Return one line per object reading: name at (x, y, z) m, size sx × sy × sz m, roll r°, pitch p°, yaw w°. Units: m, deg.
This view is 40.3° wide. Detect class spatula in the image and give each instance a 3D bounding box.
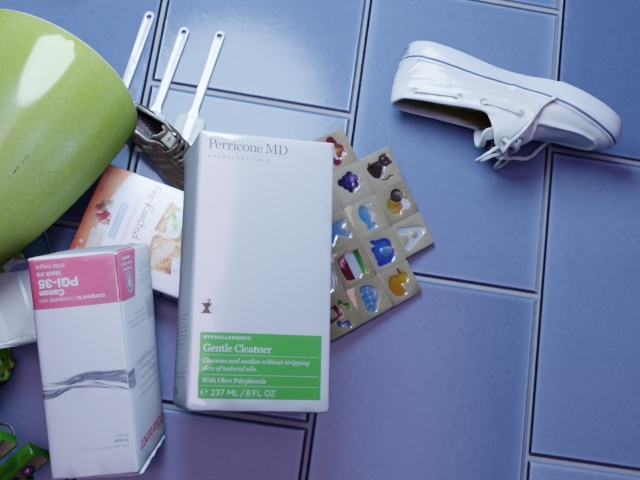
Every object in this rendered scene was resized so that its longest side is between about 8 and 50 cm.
spatula at (-0.253, -0.249, 1.396) m, size 0.168 × 0.019 × 0.242 m, roll 16°, pitch 76°, yaw -1°

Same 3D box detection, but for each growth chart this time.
growth chart at (-0.449, 0.080, 1.218) m, size 0.237 × 0.021 × 0.172 m, roll 0°, pitch 69°, yaw -43°

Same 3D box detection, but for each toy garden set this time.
toy garden set at (-0.501, 0.320, 1.131) m, size 0.204 × 0.244 × 0.049 m, roll -41°, pitch 51°, yaw 0°

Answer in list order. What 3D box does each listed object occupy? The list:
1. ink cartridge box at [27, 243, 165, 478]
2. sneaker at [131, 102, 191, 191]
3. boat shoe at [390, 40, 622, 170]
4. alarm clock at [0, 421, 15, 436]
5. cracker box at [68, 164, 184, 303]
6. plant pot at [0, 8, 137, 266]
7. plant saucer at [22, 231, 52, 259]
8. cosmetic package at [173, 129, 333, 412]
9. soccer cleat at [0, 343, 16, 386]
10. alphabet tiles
ink cartridge box at (-0.291, 0.152, 1.166) m, size 0.117 × 0.207 × 0.283 m, roll -5°, pitch 93°, yaw 0°
sneaker at (-0.231, -0.137, 1.333) m, size 0.188 × 0.071 × 0.066 m, roll 38°, pitch 77°, yaw -2°
boat shoe at (0.282, -0.183, 1.375) m, size 0.367 × 0.136 × 0.157 m, roll 21°, pitch 76°, yaw 2°
alarm clock at (-0.521, 0.281, 1.217) m, size 0.192 × 0.064 × 0.129 m, roll -4°, pitch 72°, yaw 0°
cracker box at (-0.240, 0.000, 1.314) m, size 0.232 × 0.067 × 0.156 m, roll 20°, pitch 76°, yaw -2°
plant pot at (-0.434, -0.108, 1.175) m, size 0.274 × 0.275 × 0.294 m, roll 22°, pitch 59°, yaw 0°
plant saucer at (-0.428, 0.049, 1.310) m, size 0.067 × 0.018 × 0.192 m, roll -18°, pitch 79°, yaw -9°
cosmetic package at (-0.094, 0.048, 1.204) m, size 0.196 × 0.155 × 0.366 m, roll 2°, pitch 82°, yaw -16°
soccer cleat at (-0.480, 0.198, 1.204) m, size 0.072 × 0.179 × 0.060 m, roll -22°, pitch 110°, yaw 12°
alphabet tiles at (0.000, 0.000, 1.328) m, size 0.342 × 0.011 × 0.285 m, roll -27°, pitch 90°, yaw -19°
